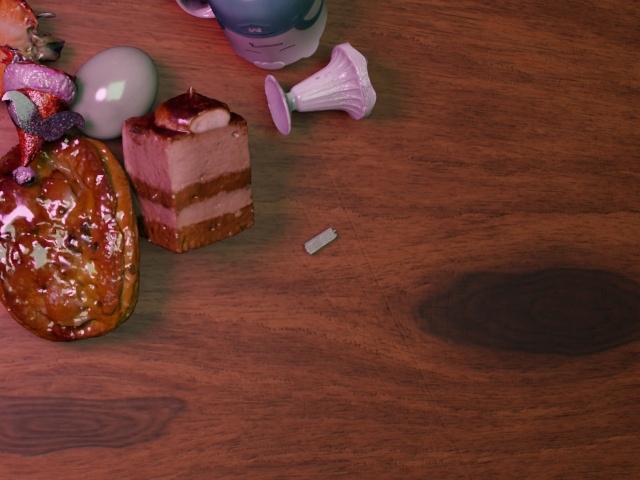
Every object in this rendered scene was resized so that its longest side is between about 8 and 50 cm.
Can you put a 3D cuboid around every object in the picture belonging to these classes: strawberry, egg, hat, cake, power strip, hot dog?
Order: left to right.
[{"bbox_3d":[-0.607,-0.345,1.493,0.286,0.106,0.188,-19,118,-38],"label":"strawberry"},{"bbox_3d":[-0.502,-0.207,1.455,0.140,0.128,0.228,25,70,-58],"label":"hat"},{"bbox_3d":[-0.462,-0.008,1.534,0.266,0.174,0.388,-8,92,-6],"label":"hot dog"},{"bbox_3d":[-0.387,-0.278,1.578,0.149,0.149,0.192,37,84,-18],"label":"egg"},{"bbox_3d":[-0.252,-0.146,1.553,0.196,0.198,0.293,-20,121,-34],"label":"cake"},{"bbox_3d":[0.000,0.000,1.805,0.083,0.017,0.027,-33,103,-18],"label":"power strip"}]

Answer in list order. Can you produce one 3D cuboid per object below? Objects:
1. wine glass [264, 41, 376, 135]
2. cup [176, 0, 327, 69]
[{"bbox_3d":[-0.002,-0.304,1.731,0.196,0.165,0.165,-21,98,-17],"label":"wine glass"},{"bbox_3d":[-0.139,-0.480,1.620,0.289,0.257,0.220,3,79,8],"label":"cup"}]
